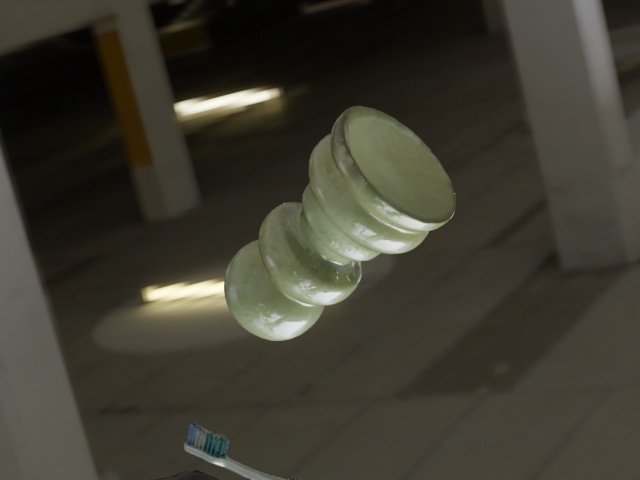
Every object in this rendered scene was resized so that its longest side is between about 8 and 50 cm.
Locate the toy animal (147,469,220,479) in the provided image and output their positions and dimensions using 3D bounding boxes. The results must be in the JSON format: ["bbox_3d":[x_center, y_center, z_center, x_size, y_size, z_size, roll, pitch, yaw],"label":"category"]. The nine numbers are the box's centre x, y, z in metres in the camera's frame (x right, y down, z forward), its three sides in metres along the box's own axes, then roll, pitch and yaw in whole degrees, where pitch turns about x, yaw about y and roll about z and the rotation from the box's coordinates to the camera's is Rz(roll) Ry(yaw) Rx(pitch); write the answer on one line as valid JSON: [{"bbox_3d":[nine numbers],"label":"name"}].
[{"bbox_3d":[-0.214,0.318,1.136,0.303,0.344,0.194,21,143,-28],"label":"toy animal"}]

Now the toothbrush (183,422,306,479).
[{"bbox_3d":[0.001,0.233,1.514,0.304,0.030,0.030,21,-151,26],"label":"toothbrush"}]

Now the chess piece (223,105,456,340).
[{"bbox_3d":[0.000,0.000,1.652,0.251,0.144,0.144,-45,175,33],"label":"chess piece"}]
